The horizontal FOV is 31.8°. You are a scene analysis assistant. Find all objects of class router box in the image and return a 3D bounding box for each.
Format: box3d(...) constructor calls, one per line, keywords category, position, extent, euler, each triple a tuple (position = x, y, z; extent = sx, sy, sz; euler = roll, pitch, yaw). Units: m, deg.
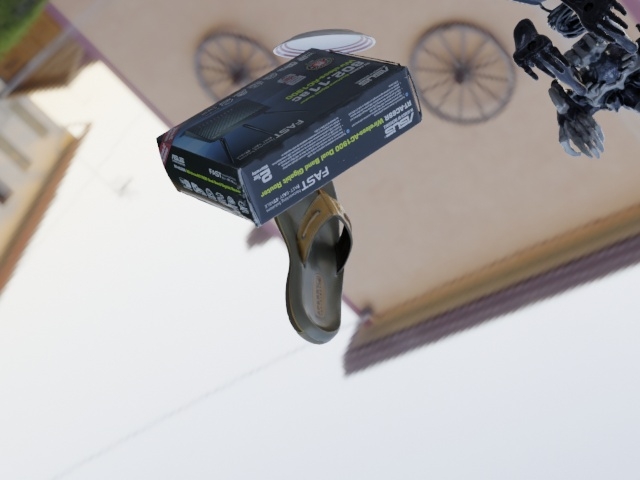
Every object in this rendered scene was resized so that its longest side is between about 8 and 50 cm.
box3d(category="router box", position=(-0.018, -0.062, 0.634), extent=(0.122, 0.038, 0.092), euler=(-35, -147, -24))

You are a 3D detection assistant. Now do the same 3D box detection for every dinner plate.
box3d(category="dinner plate", position=(0.005, -0.272, 1.546), extent=(0.141, 0.017, 0.141), euler=(-7, 177, 0))

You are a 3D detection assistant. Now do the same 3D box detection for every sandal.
box3d(category="sandal", position=(0.000, 0.000, 0.982), extent=(0.049, 0.072, 0.180), euler=(-26, -118, 45))

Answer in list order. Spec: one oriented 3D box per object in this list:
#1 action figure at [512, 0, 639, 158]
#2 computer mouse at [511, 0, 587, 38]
box3d(category="action figure", position=(0.305, -0.164, 1.177), extent=(0.164, 0.276, 0.141), euler=(-36, -118, 23))
box3d(category="computer mouse", position=(0.221, -0.346, 1.323), extent=(0.072, 0.272, 0.188), euler=(-60, 177, -38))
